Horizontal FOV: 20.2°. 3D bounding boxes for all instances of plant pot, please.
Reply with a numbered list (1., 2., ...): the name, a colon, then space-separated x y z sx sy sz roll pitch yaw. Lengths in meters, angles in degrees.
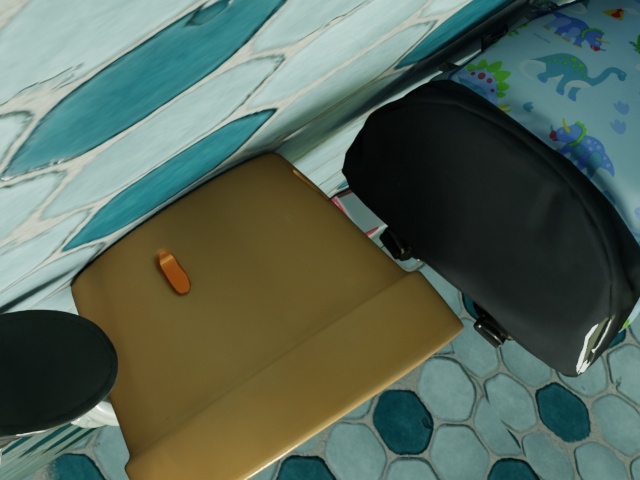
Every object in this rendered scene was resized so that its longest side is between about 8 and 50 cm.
1. plant pot: -0.060 0.067 1.428 0.291 0.203 0.291 -33 176 -3

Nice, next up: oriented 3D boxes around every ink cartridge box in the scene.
1. ink cartridge box: 0.000 0.000 2.228 0.150 0.063 0.109 -35 177 25

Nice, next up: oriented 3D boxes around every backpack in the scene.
1. backpack: 0.246 -0.080 1.581 0.355 0.290 0.273 -15 143 -54

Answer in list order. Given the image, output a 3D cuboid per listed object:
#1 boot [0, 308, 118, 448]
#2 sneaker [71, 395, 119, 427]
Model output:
1. boot: -0.296 0.144 1.357 0.263 0.091 0.229 -21 172 -26
2. sneaker: -0.250 0.173 2.046 0.118 0.110 0.292 -25 177 4
